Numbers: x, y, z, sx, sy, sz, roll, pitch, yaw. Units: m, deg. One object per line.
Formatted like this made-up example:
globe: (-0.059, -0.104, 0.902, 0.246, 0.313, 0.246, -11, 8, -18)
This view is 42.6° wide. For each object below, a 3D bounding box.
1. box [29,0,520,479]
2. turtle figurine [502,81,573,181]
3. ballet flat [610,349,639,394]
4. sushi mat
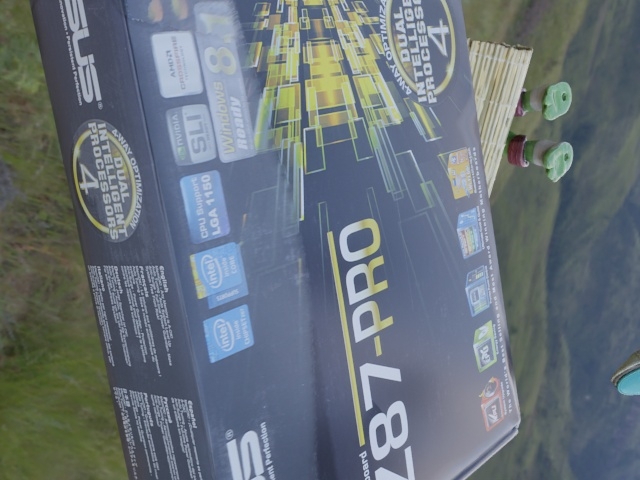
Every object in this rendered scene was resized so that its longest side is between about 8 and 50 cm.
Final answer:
box: (0.000, 0.000, 0.545, 0.318, 0.097, 0.395, -18, 102, -46)
turtle figurine: (0.218, -0.165, 1.219, 0.274, 0.266, 0.198, 20, 84, -45)
ballet flat: (0.398, 0.129, 0.917, 0.052, 0.168, 0.057, -105, -178, -53)
sushi mat: (0.180, -0.146, 1.133, 0.317, 0.151, 0.019, 95, 10, -47)
